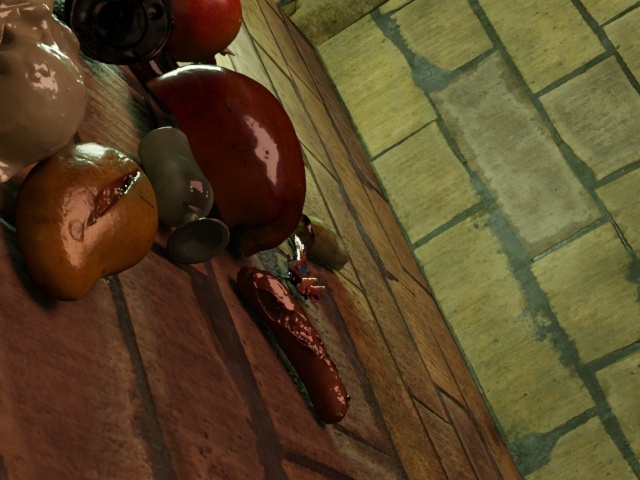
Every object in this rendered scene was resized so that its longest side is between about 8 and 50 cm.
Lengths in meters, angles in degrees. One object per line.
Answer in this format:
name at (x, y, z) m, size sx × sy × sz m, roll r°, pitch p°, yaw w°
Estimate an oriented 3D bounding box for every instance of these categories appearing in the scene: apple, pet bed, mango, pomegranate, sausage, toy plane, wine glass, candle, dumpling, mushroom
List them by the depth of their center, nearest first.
dumpling at (-0.370, -0.182, 1.253) m, size 0.193 × 0.147 × 0.258 m, roll 50°, pitch 49°, yaw -38°
mango at (-0.284, -0.033, 1.321) m, size 0.177 × 0.120 × 0.295 m, roll 55°, pitch 13°, yaw -14°
wine glass at (-0.226, -0.077, 1.717) m, size 0.103 × 0.103 × 0.231 m, roll 45°, pitch 15°, yaw -48°
candle at (-0.360, -0.456, 1.891) m, size 0.187 × 0.187 × 0.330 m, roll 50°, pitch 14°, yaw -37°
sausage at (-0.042, 0.179, 1.898) m, size 0.326 × 0.079 × 0.087 m, roll 58°, pitch 38°, yaw -5°
apple at (-0.174, -0.152, 1.979) m, size 0.329 × 0.295 × 0.365 m, roll -2°, pitch 54°, yaw -41°
pet bed at (-0.319, -0.343, 2.107) m, size 0.201 × 0.053 × 0.201 m, roll 54°, pitch 14°, yaw -20°
toy plane at (-0.043, 0.058, 2.233) m, size 0.130 × 0.061 × 0.189 m, roll 48°, pitch 12°, yaw -40°
pomegranate at (-0.268, -0.467, 2.246) m, size 0.221 × 0.221 × 0.256 m, roll -104°, pitch 176°, yaw -54°
mushroom at (0.000, 0.000, 2.504) m, size 0.100 × 0.081 × 0.312 m, roll 69°, pitch 13°, yaw 18°

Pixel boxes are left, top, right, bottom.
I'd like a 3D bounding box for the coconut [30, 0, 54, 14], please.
coconut at (-0.419, -0.303, 1.349) m, size 0.171 × 0.171 × 0.182 m, roll 20°, pitch 80°, yaw -72°
